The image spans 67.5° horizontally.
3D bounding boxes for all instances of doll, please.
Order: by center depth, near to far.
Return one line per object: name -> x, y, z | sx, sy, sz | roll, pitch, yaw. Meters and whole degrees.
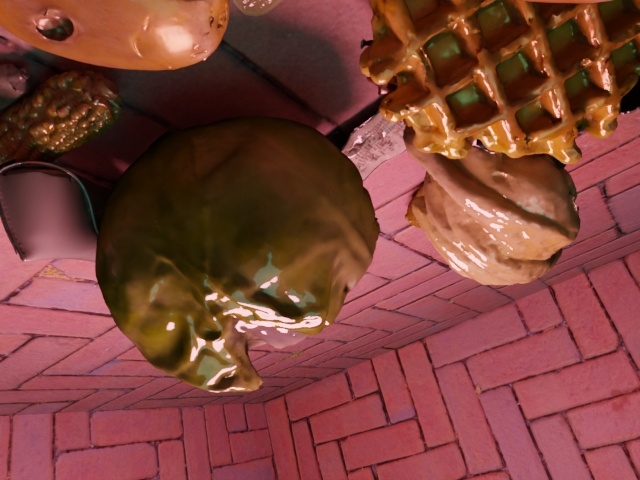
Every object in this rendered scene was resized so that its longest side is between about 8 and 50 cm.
doll -> 0.284, -0.108, 1.089 | 0.209, 0.097, 0.137 | -35, -176, 3

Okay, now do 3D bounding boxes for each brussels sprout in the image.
brussels sprout -> -0.141, -0.001, 0.744 | 0.361, 0.342, 0.425 | 40, 93, -26

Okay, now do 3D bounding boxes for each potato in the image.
potato -> -0.207, -0.241, 0.464 | 0.233, 0.146, 0.150 | 9, 129, -13

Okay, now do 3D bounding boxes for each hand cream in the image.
hand cream -> -0.427, -0.178, 0.597 | 0.165, 0.037, 0.057 | -16, 156, 18

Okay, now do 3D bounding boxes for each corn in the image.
corn -> -0.379, -0.140, 0.631 | 0.288, 0.087, 0.086 | -23, 153, 19

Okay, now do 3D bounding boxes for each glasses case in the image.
glasses case -> -0.353, -0.027, 0.721 | 0.083, 0.129, 0.308 | -7, 175, 0

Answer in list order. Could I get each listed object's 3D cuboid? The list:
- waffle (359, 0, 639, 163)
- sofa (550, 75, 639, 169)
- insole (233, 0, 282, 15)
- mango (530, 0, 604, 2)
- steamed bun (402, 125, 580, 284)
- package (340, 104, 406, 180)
waffle -> 0.230, -0.269, 0.533 | 0.379, 0.095, 0.382 | 4, 118, -12
sofa -> 0.459, -0.227, 0.775 | 0.258, 0.182, 0.200 | -33, 151, 11
insole -> 0.001, -0.335, 0.537 | 0.247, 0.011, 0.081 | -27, 153, 22
mango -> 0.125, -0.307, 0.335 | 0.383, 0.222, 0.199 | 18, 176, -15
steamed bun -> 0.279, -0.081, 0.835 | 0.230, 0.325, 0.372 | -30, 153, 16
package -> 0.091, -0.172, 0.889 | 0.232, 0.040, 0.166 | -38, 150, 24
